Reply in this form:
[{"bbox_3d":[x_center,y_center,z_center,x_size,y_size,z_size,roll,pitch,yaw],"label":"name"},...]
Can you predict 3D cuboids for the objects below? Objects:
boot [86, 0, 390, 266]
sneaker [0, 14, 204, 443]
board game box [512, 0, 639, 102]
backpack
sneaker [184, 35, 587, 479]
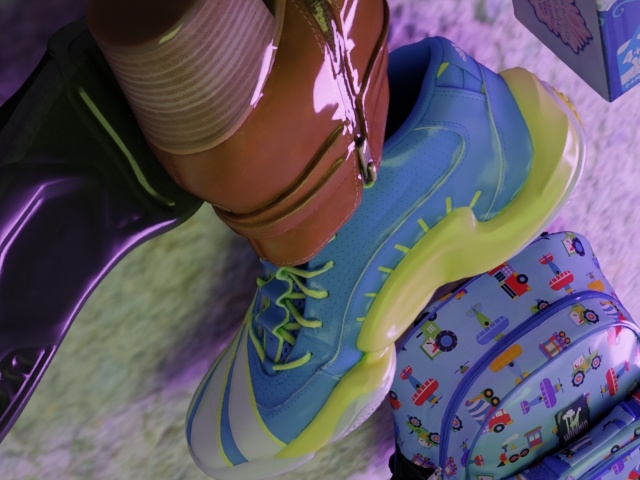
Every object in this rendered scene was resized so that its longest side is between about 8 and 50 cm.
[{"bbox_3d":[0.004,-0.096,0.655,0.197,0.073,0.152,-52,146,-13],"label":"boot"},{"bbox_3d":[-0.124,-0.009,0.655,0.227,0.130,0.087,-56,129,-34],"label":"sneaker"},{"bbox_3d":[0.185,-0.238,0.593,0.319,0.066,0.318,-36,148,-7],"label":"board game box"},{"bbox_3d":[0.116,0.087,0.990,0.158,0.117,0.173,-31,144,-17],"label":"backpack"},{"bbox_3d":[0.000,0.000,0.810,0.240,0.091,0.126,-46,129,9],"label":"sneaker"}]
